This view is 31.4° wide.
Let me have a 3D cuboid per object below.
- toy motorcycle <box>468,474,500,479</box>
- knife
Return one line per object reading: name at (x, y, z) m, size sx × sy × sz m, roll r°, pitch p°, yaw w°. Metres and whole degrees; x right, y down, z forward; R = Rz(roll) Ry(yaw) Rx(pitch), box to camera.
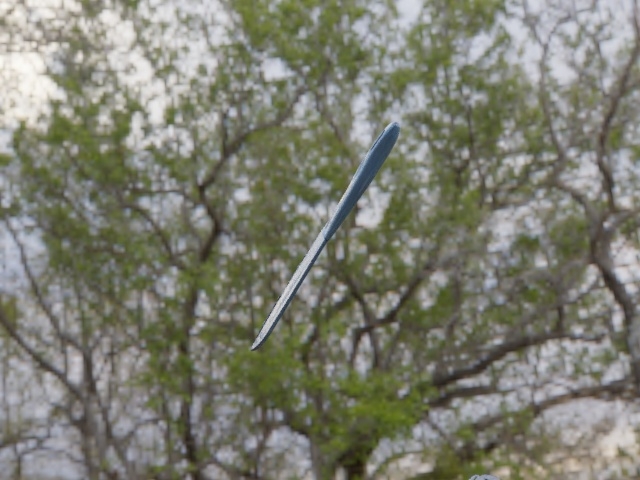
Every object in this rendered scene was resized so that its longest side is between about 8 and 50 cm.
toy motorcycle at (0.059, 0.260, 0.740) m, size 0.074 × 0.229 × 0.151 m, roll 23°, pitch -34°, yaw 21°
knife at (0.000, 0.000, 1.247) m, size 0.019 × 0.044 × 0.313 m, roll 28°, pitch -74°, yaw -17°
